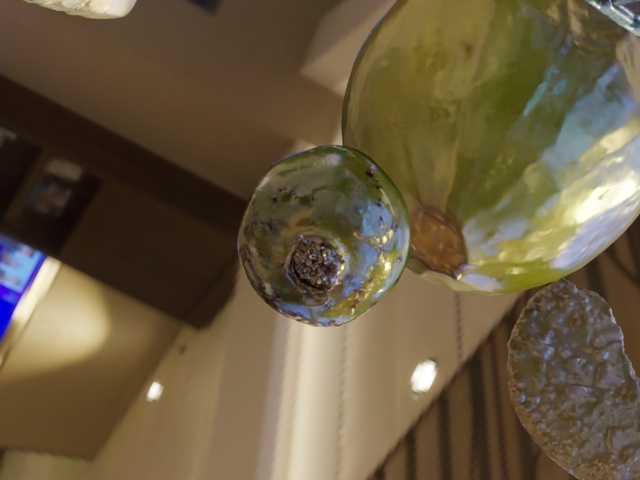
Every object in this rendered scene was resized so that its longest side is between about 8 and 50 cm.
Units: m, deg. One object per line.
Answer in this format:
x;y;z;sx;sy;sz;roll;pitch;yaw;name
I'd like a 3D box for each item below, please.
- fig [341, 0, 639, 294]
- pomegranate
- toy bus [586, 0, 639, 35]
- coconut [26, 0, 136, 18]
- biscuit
0.169;-0.105;1.341;0.343;0.343;0.343;-56;-164;25;fig
-0.002;-0.003;0.939;0.130;0.130;0.130;-56;-164;25;pomegranate
0.316;-0.248;0.864;0.312;0.152;0.190;-10;-99;28;toy bus
-0.118;-0.182;0.676;0.122;0.116;0.116;-58;-165;24;coconut
0.269;0.161;1.430;0.038;0.141;0.289;86;-12;-54;biscuit
